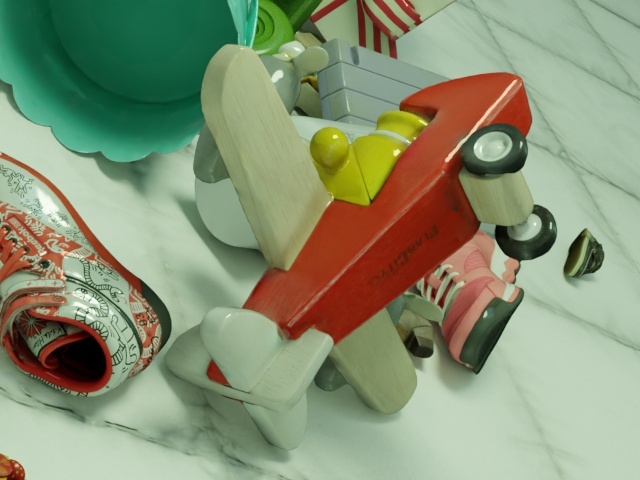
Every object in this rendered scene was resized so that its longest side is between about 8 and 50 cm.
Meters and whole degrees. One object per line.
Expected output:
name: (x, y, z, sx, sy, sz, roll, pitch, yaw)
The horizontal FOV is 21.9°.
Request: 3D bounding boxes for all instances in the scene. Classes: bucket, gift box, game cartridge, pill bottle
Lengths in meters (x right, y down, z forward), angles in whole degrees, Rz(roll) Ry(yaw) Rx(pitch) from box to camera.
bucket: (-0.201, -0.239, 1.768, 0.281, 0.281, 0.183, 36, 21, -7)
gift box: (0.075, -0.404, 2.446, 0.255, 0.276, 0.258, 49, 27, -8)
game cartridge: (0.138, -0.114, 2.164, 0.355, 0.068, 0.230, 14, 65, -44)
pill bottle: (0.001, -0.055, 1.846, 0.283, 0.160, 0.160, 4, 42, -53)

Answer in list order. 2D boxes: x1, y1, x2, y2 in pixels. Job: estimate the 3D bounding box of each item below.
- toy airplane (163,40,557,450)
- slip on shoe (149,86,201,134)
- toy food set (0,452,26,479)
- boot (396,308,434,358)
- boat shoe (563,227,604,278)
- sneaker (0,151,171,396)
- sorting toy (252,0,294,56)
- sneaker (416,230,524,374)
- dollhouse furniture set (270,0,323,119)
toy airplane: (0.000, 0.000, 1.568, 0.384, 0.386, 0.272, -1, 29, -40)
slip on shoe: (-0.183, -0.169, 1.916, 0.135, 0.051, 0.041, 44, 19, 19)
toy food set: (-0.249, 0.184, 1.241, 0.083, 0.020, 0.083, 28, 26, -23)
boot: (0.077, 0.091, 1.854, 0.118, 0.042, 0.087, 26, 21, -30)
boat shoe: (0.386, 0.023, 2.388, 0.049, 0.056, 0.152, 34, 24, 1)
sneaker: (-0.255, 0.024, 1.428, 0.270, 0.090, 0.145, 42, 21, 0)
sorting toy: (-0.076, -0.304, 2.035, 0.127, 0.126, 0.365, 19, 55, -3)
sneaker: (0.157, 0.059, 1.967, 0.136, 0.116, 0.314, 27, 18, -2)
dollhouse furniture set: (0.037, -0.248, 2.247, 0.301, 0.151, 0.197, 46, 25, 14)
